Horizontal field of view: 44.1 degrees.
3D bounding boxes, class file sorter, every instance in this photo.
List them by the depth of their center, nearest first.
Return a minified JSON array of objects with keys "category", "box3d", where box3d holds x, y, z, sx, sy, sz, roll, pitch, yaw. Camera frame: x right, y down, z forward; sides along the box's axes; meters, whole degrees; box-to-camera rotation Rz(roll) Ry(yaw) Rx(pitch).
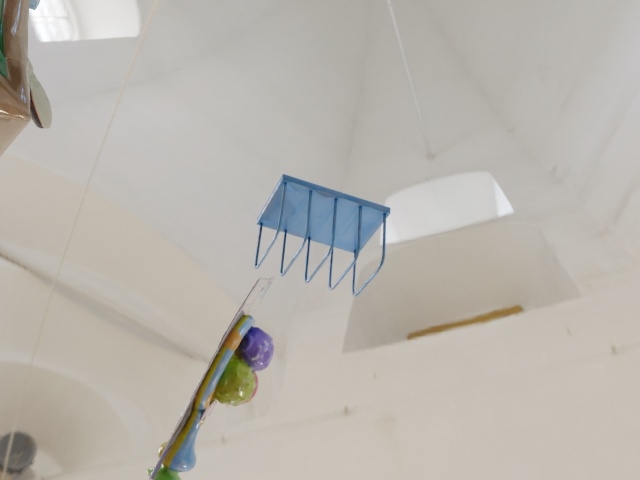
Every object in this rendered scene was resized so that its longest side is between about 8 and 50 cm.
[{"category":"file sorter","box3d":[0.000,0.000,1.156,0.170,0.104,0.118,16,-37,-16]}]

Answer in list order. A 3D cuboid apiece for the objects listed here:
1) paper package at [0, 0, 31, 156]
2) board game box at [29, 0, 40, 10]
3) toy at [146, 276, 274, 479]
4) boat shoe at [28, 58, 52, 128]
[{"category":"paper package","box3d":[-0.416,-0.139,0.589,0.325,0.309,0.168,5,-105,-35]},{"category":"board game box","box3d":[-0.450,-0.505,1.144,0.144,0.142,0.275,15,-47,-15]},{"category":"toy","box3d":[-0.096,0.152,0.819,0.056,0.137,0.237,32,-91,3]},{"category":"boat shoe","box3d":[-0.468,-0.238,1.248,0.043,0.049,0.137,-15,-66,9]}]
